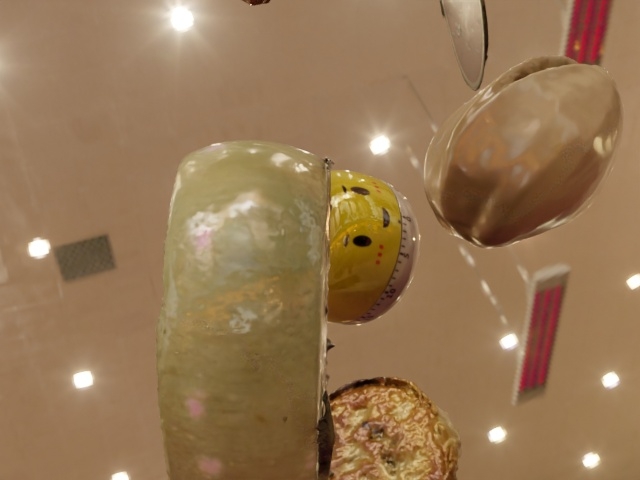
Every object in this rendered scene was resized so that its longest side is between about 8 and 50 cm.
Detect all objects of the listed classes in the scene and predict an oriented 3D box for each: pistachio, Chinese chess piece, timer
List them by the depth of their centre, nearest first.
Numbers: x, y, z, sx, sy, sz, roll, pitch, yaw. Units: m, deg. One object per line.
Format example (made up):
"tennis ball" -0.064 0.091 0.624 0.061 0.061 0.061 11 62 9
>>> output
"Chinese chess piece" -0.058 0.082 1.059 0.147 0.349 0.349 1 -43 0
"pistachio" 0.264 -0.117 1.469 0.332 0.208 0.226 -32 -57 -29
"timer" 0.000 0.000 1.926 0.285 0.285 0.285 -13 -41 -12

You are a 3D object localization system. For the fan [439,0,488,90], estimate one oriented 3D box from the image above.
"fan" 0.068 -0.131 0.606 0.005 0.133 0.085 -11 -56 -4

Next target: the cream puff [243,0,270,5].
"cream puff" -0.084 -0.343 1.398 0.094 0.116 0.122 -18 -10 12

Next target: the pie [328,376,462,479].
"pie" 0.056 0.340 1.662 0.315 0.315 0.092 -23 -42 -1
